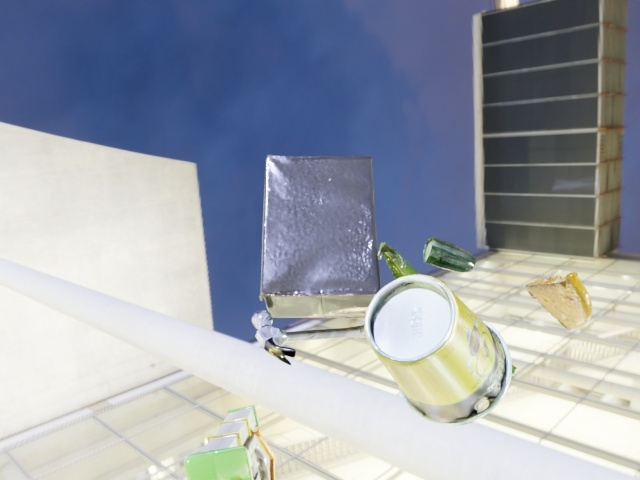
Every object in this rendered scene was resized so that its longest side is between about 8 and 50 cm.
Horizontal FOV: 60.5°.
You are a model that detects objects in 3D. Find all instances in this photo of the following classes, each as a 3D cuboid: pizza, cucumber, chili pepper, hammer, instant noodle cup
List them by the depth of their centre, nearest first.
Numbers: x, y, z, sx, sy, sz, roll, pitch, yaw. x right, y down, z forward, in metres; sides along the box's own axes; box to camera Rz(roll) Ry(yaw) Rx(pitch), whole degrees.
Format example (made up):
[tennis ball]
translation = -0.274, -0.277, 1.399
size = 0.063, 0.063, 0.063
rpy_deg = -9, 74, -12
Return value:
[instant noodle cup]
translation = 0.185, 0.171, 0.911
size = 0.236, 0.216, 0.215
rpy_deg = 48, -118, -46
[cucumber]
translation = 0.228, 0.031, 0.958
size = 0.105, 0.048, 0.048
rpy_deg = 20, -101, -15
[pizza]
translation = 0.463, 0.109, 1.062
size = 0.041, 0.131, 0.178
rpy_deg = -45, -57, -16
[chili pepper]
translation = 0.236, 0.146, 1.085
size = 0.085, 0.359, 0.076
rpy_deg = -26, -23, -48
[hammer]
translation = 0.063, 0.202, 1.246
size = 0.427, 0.152, 0.044
rpy_deg = -2, -62, -25

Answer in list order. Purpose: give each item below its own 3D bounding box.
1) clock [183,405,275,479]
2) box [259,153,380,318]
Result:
[clock]
translation = -0.141, 0.446, 1.012
size = 0.255, 0.106, 0.219
rpy_deg = -17, -84, -85
[box]
translation = 0.000, 0.000, 1.261
size = 0.204, 0.252, 0.344
rpy_deg = 86, -176, -65
